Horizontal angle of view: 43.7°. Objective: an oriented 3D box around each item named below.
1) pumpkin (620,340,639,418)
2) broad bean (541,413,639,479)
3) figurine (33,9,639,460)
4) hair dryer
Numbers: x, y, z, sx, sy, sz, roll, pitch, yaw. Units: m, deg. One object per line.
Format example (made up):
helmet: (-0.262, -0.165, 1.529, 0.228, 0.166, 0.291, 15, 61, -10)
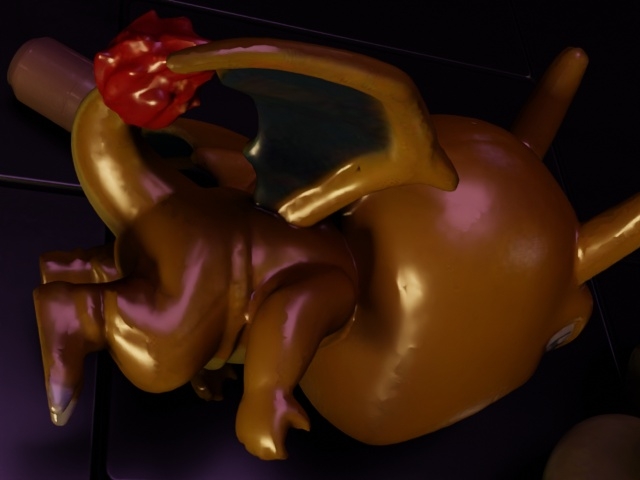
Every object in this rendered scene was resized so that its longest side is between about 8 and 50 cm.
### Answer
pumpkin: (0.421, 0.167, 0.707, 0.317, 0.222, 0.139, 30, 80, -2)
broad bean: (0.245, 0.232, 0.589, 0.189, 0.121, 0.263, 37, 41, 6)
figurine: (0.012, 0.006, 0.536, 0.387, 0.401, 0.268, -2, 80, -19)
hair dryer: (-0.185, -0.159, 0.731, 0.117, 0.064, 0.181, 31, 43, 2)
